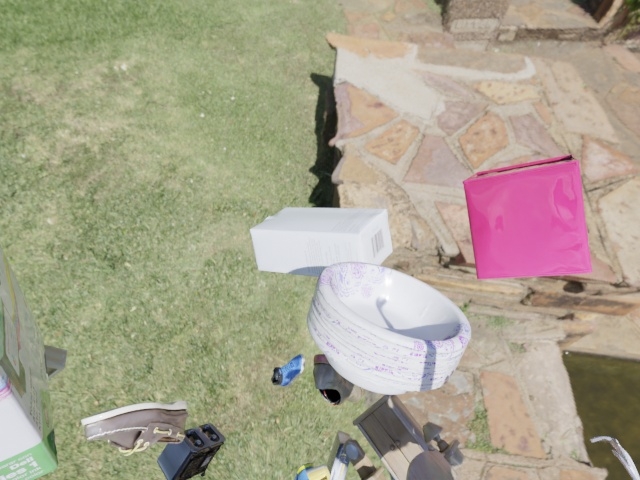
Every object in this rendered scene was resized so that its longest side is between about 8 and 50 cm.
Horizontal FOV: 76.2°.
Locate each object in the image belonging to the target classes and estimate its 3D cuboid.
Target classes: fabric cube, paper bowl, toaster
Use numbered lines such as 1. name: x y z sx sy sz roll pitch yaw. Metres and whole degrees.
1. fabric cube: 0.536 -0.065 1.060 0.254 0.258 0.259 -8 9 32
2. paper bowl: 0.114 0.165 0.752 0.284 0.148 0.284 15 19 -5
3. toaster: -0.447 0.737 1.412 0.110 0.168 0.186 38 99 30

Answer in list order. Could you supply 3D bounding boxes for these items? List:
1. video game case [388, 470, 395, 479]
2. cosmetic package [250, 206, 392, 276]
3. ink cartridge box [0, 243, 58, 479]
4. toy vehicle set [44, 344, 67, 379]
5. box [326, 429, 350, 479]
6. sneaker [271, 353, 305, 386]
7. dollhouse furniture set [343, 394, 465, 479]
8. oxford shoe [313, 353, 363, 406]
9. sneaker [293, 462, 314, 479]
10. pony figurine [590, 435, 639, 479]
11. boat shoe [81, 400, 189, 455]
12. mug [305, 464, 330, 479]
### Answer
1. video game case: 0.285 0.807 1.254 0.022 0.173 0.190 -14 82 -25
2. cosmetic package: 0.000 0.000 1.269 0.385 0.156 0.217 3 24 32
3. ink cartridge box: -0.359 0.095 0.389 0.117 0.278 0.201 -15 45 -28
4. toy vehicle set: -0.581 0.240 0.668 0.267 0.166 0.035 -35 49 15
5. box: 0.060 0.877 1.570 0.056 0.183 0.231 19 79 3
6. sneaker: -0.121 0.463 1.452 0.084 0.152 0.058 14 31 -36
7. dollhouse furniture set: 0.072 0.437 0.747 0.174 0.303 0.355 50 25 22
8. oxford shoe: 0.056 0.525 1.442 0.123 0.348 0.130 -9 49 27
9. sneaker: -0.049 0.841 1.385 0.069 0.209 0.082 -7 41 -22
10. pony figurine: 0.253 0.289 0.218 0.363 0.303 0.351 -26 54 0
11. boat shoe: -0.394 0.416 0.904 0.116 0.324 0.097 -13 69 5
12. mug: -0.001 0.726 1.244 0.064 0.062 0.078 -22 34 -14
